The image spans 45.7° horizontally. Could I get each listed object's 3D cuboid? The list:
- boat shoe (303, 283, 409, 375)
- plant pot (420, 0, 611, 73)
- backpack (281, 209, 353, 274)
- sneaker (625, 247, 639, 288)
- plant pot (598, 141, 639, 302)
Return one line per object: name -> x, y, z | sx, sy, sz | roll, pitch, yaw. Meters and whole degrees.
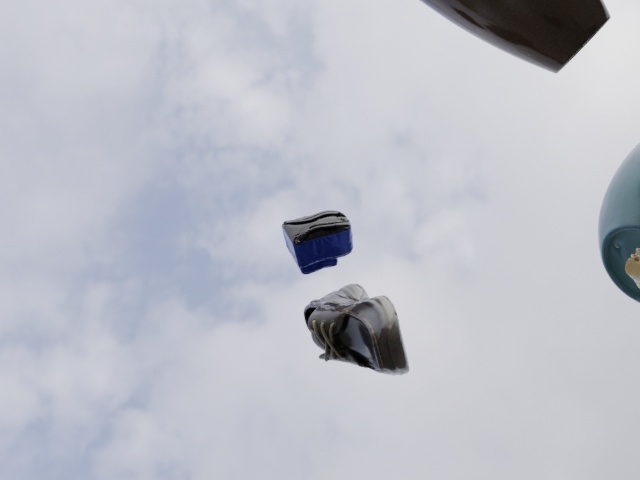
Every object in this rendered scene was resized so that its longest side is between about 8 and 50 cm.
boat shoe -> 0.050, 0.163, 1.281 | 0.130, 0.355, 0.132 | -16, -85, -10
plant pot -> 0.300, -0.362, 1.110 | 0.230, 0.215, 0.215 | 44, -83, 5
backpack -> 0.000, 0.000, 1.416 | 0.120, 0.098, 0.101 | -19, -51, -10
sneaker -> 0.355, 0.001, 0.660 | 0.185, 0.069, 0.084 | -37, -84, -4
plant pot -> 0.524, -0.007, 1.105 | 0.195, 0.290, 0.290 | -32, -67, -28
